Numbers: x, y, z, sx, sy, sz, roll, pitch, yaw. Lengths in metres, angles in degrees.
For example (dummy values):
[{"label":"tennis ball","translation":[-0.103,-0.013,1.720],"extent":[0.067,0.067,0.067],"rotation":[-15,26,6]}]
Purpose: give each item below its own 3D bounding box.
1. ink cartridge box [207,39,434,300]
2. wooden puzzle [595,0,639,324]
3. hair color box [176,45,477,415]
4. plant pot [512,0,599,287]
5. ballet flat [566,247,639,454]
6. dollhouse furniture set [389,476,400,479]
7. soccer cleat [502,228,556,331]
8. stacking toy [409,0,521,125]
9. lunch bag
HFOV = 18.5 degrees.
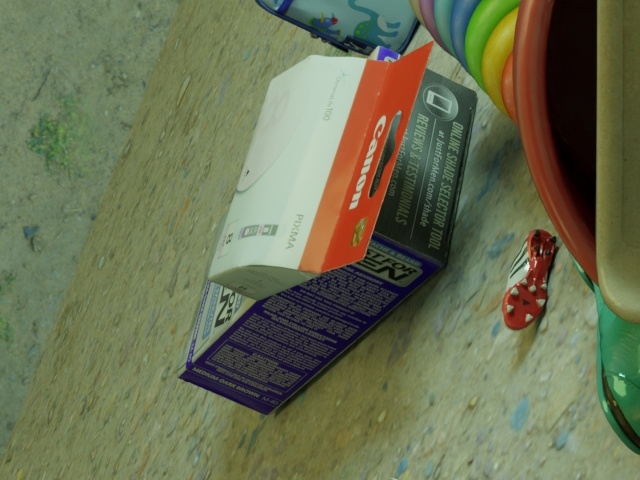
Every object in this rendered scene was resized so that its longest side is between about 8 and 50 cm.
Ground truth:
[{"label":"ink cartridge box","translation":[-0.006,-0.061,1.554],"extent":[0.232,0.066,0.189],"rotation":[150,140,-69]},{"label":"wooden puzzle","translation":[0.223,-0.086,0.800],"extent":[0.044,0.221,0.239],"rotation":[-143,52,-86]},{"label":"hair color box","translation":[0.000,0.000,1.730],"extent":[0.339,0.110,0.185],"rotation":[-43,28,51]},{"label":"plant pot","translation":[0.211,-0.089,0.952],"extent":[0.243,0.275,0.275],"rotation":[-118,53,-82]},{"label":"ballet flat","translation":[0.196,0.027,1.144],"extent":[0.087,0.083,0.247],"rotation":[-33,28,18]},{"label":"dollhouse furniture set","translation":[0.064,0.259,1.249],"extent":[0.161,0.101,0.182],"rotation":[69,-140,-77]},{"label":"soccer cleat","translation":[0.143,0.030,1.373],"extent":[0.035,0.029,0.083],"rotation":[125,166,-61]},{"label":"stacking toy","translation":[0.161,-0.138,1.407],"extent":[0.141,0.141,0.330],"rotation":[-60,24,22]},{"label":"lunch bag","translation":[0.039,-0.295,1.891],"extent":[0.219,0.176,0.090],"rotation":[-58,17,23]}]
